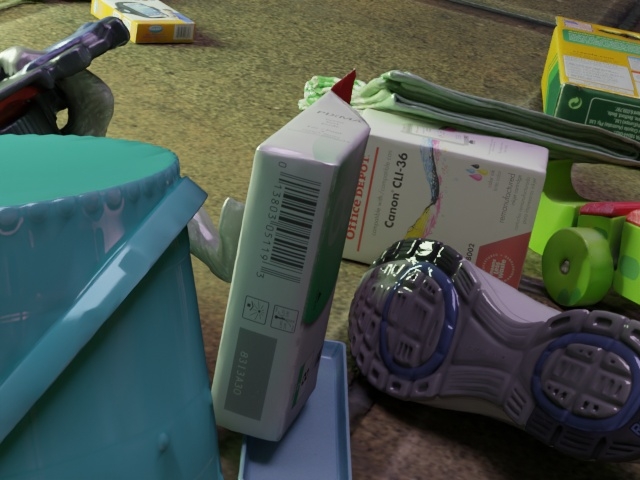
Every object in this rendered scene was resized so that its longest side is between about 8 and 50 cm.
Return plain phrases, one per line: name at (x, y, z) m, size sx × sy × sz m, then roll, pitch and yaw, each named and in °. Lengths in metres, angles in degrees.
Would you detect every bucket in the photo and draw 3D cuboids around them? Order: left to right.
bucket at (-0.175, 0.057, 0.611) m, size 0.281 × 0.183 × 0.281 m, roll -2°, pitch 13°, yaw 0°

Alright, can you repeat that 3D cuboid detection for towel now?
towel at (0.126, -0.114, 1.257) m, size 0.247 × 0.038 × 0.325 m, roll 13°, pitch 1°, yaw -15°

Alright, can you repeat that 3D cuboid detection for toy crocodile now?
toy crocodile at (0.278, 0.019, 1.051) m, size 0.115 × 0.105 × 0.340 m, roll -3°, pitch 17°, yaw -28°

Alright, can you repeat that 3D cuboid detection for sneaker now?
sneaker at (0.134, 0.086, 0.895) m, size 0.129 × 0.111 × 0.297 m, roll 28°, pitch -2°, yaw -44°

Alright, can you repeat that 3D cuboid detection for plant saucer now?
plant saucer at (-0.016, 0.111, 0.852) m, size 0.067 × 0.018 × 0.192 m, roll 9°, pitch 24°, yaw -4°

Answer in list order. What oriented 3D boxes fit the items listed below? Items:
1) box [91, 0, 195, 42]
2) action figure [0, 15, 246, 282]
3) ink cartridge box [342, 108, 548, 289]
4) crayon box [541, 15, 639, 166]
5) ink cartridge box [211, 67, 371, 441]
box at (-0.220, -0.273, 1.630) m, size 0.081 × 0.028 × 0.136 m, roll -7°, pitch 31°, yaw -35°
action figure at (-0.235, 0.000, 0.912) m, size 0.341 × 0.179 × 0.330 m, roll -30°, pitch 30°, yaw -14°
ink cartridge box at (0.078, -0.036, 1.105) m, size 0.198 × 0.115 × 0.067 m, roll 13°, pitch 24°, yaw 7°
crayon box at (0.371, -0.173, 1.593) m, size 0.203 × 0.083 × 0.323 m, roll 12°, pitch 24°, yaw 3°
ink cartridge box at (0.000, 0.000, 0.862) m, size 0.056 × 0.181 × 0.224 m, roll 17°, pitch 22°, yaw 13°
